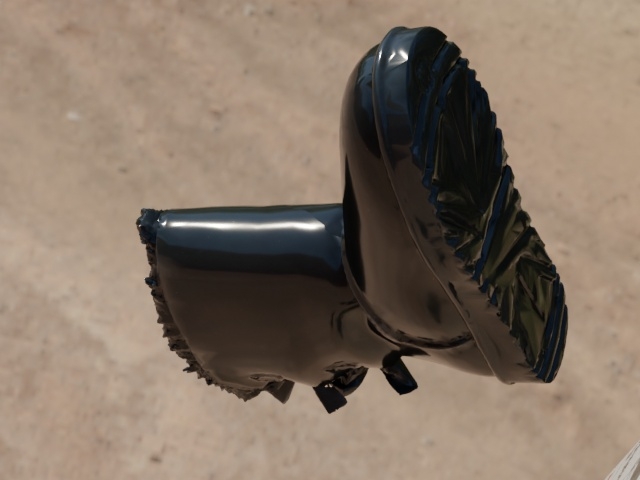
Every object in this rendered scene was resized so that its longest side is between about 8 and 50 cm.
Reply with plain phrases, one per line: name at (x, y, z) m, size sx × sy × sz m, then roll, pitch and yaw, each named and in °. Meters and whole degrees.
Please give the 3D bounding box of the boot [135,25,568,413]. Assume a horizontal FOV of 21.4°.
boot at (0.000, -0.001, 0.420) m, size 0.099 × 0.121 × 0.045 m, roll -1°, pitch 52°, yaw 26°

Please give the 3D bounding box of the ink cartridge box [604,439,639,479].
ink cartridge box at (0.215, 0.133, 0.914) m, size 0.087 × 0.208 × 0.153 m, roll 38°, pitch 37°, yaw 8°
